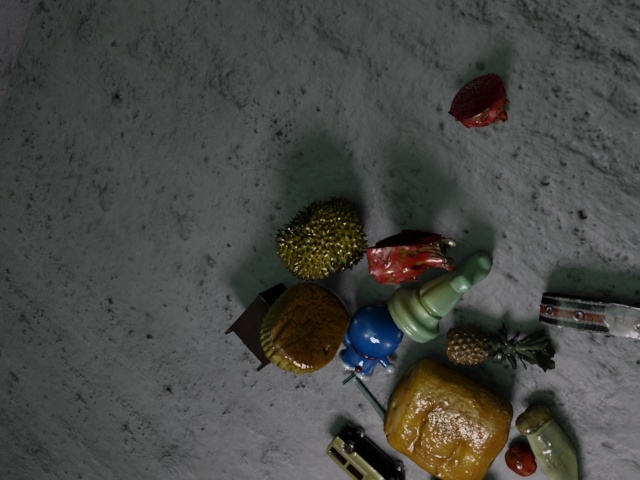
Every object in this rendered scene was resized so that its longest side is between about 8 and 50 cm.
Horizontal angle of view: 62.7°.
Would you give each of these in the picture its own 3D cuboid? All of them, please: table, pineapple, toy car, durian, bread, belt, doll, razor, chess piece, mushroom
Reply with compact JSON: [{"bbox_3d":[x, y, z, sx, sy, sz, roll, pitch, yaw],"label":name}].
[{"bbox_3d":[-0.161,0.275,1.694,0.169,0.172,0.193,45,111,10],"label":"table"},{"bbox_3d":[0.488,0.298,1.429,0.277,0.130,0.119,-4,139,25],"label":"pineapple"},{"bbox_3d":[0.144,0.714,1.683,0.256,0.101,0.124,39,118,14],"label":"toy car"},{"bbox_3d":[-0.002,0.005,1.536,0.293,0.258,0.258,-28,88,32],"label":"durian"},{"bbox_3d":[-0.048,0.251,1.509,0.227,0.253,0.142,38,147,0],"label":"bread"},{"bbox_3d":[0.734,0.192,1.297,0.359,0.126,0.094,5,101,25],"label":"belt"},{"bbox_3d":[0.153,0.303,1.583,0.215,0.161,0.257,29,128,3],"label":"doll"},{"bbox_3d":[0.348,0.520,1.485,0.337,0.148,0.328,28,126,16],"label":"bread"},{"bbox_3d":[0.155,0.504,1.670,0.068,0.037,0.191,-43,83,21],"label":"razor"},{"bbox_3d":[0.342,0.138,1.436,0.298,0.176,0.176,-43,82,24],"label":"chess piece"},{"bbox_3d":[0.650,0.600,1.437,0.107,0.087,0.333,-30,93,14],"label":"mushroom"}]

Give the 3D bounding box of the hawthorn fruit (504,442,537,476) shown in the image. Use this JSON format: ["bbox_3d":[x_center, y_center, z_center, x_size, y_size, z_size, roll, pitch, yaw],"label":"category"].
[{"bbox_3d":[0.570,0.622,1.482,0.093,0.093,0.093,5,102,24],"label":"hawthorn fruit"}]

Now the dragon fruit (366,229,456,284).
[{"bbox_3d":[0.256,0.051,1.397,0.211,0.262,0.134,-6,98,35],"label":"dragon fruit"}]

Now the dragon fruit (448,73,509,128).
[{"bbox_3d":[0.421,-0.336,1.357,0.153,0.153,0.111,-30,128,26],"label":"dragon fruit"}]

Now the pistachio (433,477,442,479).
[{"bbox_3d":[0.409,0.769,1.548,0.210,0.165,0.130,-13,53,36],"label":"pistachio"}]
